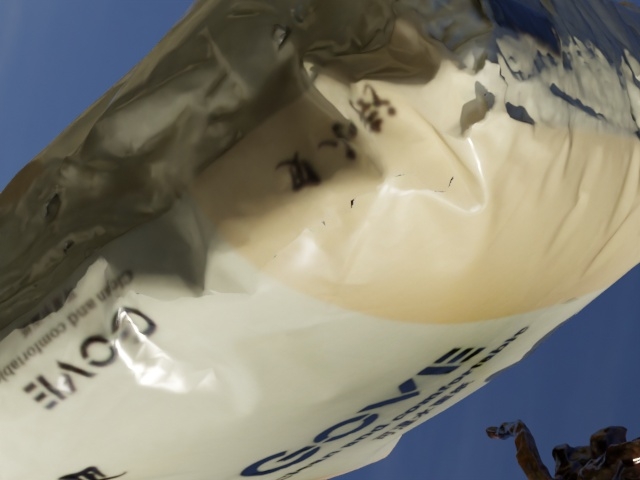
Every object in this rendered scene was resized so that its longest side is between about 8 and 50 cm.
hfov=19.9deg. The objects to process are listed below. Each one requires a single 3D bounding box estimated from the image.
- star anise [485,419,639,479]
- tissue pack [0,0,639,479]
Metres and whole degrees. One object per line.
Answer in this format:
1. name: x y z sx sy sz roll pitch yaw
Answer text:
1. star anise: 0.131 0.133 0.986 0.190 0.070 0.097 -161 -87 -76
2. tissue pack: 0.000 0.000 0.922 0.375 0.390 0.195 -41 -114 25
